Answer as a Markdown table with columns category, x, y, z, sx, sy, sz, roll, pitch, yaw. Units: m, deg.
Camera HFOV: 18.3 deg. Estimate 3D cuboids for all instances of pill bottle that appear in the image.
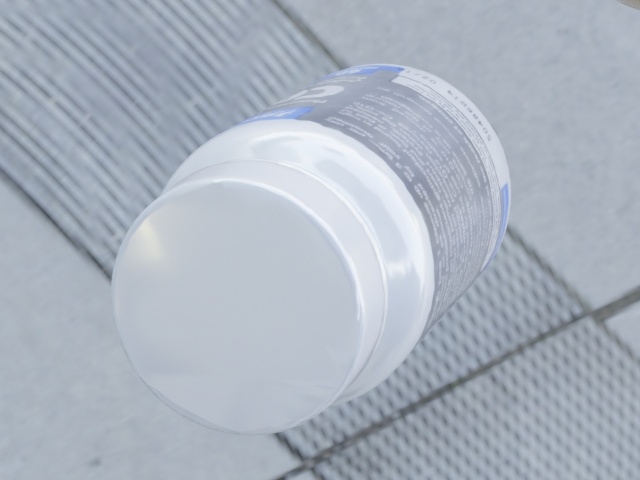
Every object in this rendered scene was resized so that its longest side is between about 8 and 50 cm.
| category | x | y | z | sx | sy | sz | roll | pitch | yaw |
| --- | --- | --- | --- | --- | --- | --- | --- | --- | --- |
| pill bottle | 0.000 | 0.000 | 0.535 | 0.078 | 0.078 | 0.137 | 55 | 23 | -1 |

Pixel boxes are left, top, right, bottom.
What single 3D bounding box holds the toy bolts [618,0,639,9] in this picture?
| category | x | y | z | sx | sy | sz | roll | pitch | yaw |
| --- | --- | --- | --- | --- | --- | --- | --- | --- | --- |
| toy bolts | 0.165 | -0.175 | 0.641 | 0.218 | 0.158 | 0.228 | 1 | 90 | -48 |
